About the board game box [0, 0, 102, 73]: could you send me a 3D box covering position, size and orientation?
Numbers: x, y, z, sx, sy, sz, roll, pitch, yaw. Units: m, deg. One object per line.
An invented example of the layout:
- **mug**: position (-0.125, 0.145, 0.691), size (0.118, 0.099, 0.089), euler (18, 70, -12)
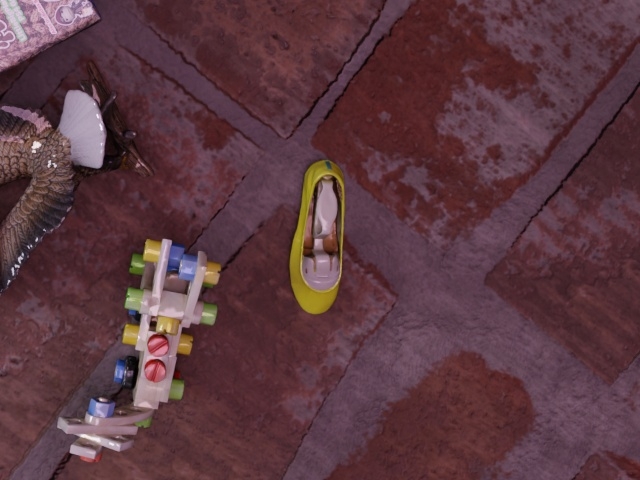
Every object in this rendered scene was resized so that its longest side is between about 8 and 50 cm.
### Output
- **board game box**: position (-0.435, -0.270, 1.441), size (0.291, 0.232, 0.141), euler (-29, 105, -4)

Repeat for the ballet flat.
- **ballet flat**: position (0.000, 0.000, 1.660), size (0.077, 0.077, 0.231), euler (2, 100, -13)

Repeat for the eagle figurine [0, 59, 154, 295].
- **eagle figurine**: position (-0.379, -0.078, 1.514), size (0.298, 0.226, 0.225), euler (-27, 125, -11)

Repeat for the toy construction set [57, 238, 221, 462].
- **toy construction set**: position (-0.231, 0.149, 1.568), size (0.151, 0.215, 0.327), euler (26, 94, -14)
